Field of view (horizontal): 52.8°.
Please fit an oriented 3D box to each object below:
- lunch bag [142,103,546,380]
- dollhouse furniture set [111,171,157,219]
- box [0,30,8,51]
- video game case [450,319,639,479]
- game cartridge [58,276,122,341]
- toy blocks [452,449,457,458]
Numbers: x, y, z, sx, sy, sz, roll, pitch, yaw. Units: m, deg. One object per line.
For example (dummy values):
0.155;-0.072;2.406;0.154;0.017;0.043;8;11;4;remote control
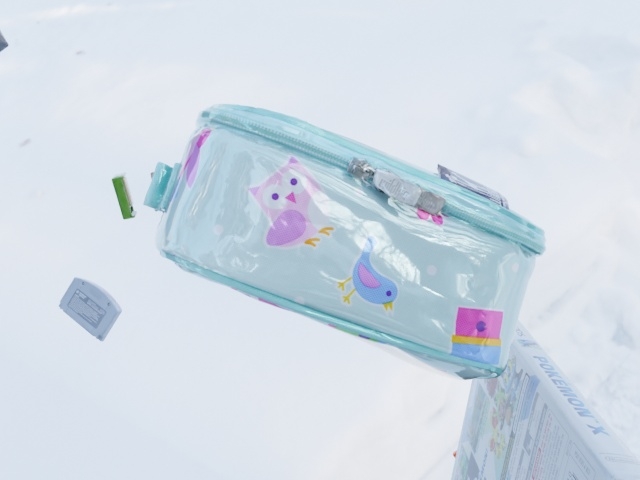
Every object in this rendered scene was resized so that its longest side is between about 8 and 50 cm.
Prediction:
0.000;0.000;0.438;0.279;0.224;0.107;166;127;-79;lunch bag
-0.198;-0.074;0.876;0.152;0.058;0.076;-12;17;-7;dollhouse furniture set
-0.396;-0.178;0.555;0.156;0.093;0.158;-31;-2;12;box
0.171;0.268;0.581;0.036;0.328;0.300;7;14;-2;video game case
-0.301;0.087;0.846;0.083;0.017;0.056;34;97;17;game cartridge
0.302;0.419;1.238;0.148;0.123;0.054;-39;36;17;toy blocks
